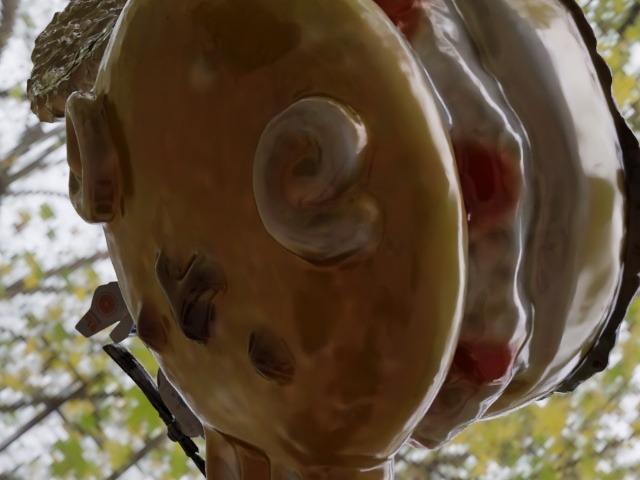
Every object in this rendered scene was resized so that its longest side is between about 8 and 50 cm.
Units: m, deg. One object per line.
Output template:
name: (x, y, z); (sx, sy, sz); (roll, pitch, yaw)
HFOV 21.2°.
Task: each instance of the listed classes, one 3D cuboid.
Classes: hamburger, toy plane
hamburger: (0.000, 0.000, 0.817); (0.261, 0.186, 0.302); (24, -53, 43)
toy plane: (-0.093, 0.099, 1.191); (0.197, 0.053, 0.078); (45, -70, 16)

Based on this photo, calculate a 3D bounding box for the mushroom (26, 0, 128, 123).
mushroom: (-0.141, -0.229, 1.079); (0.233, 0.208, 0.301); (-31, -97, 23)
